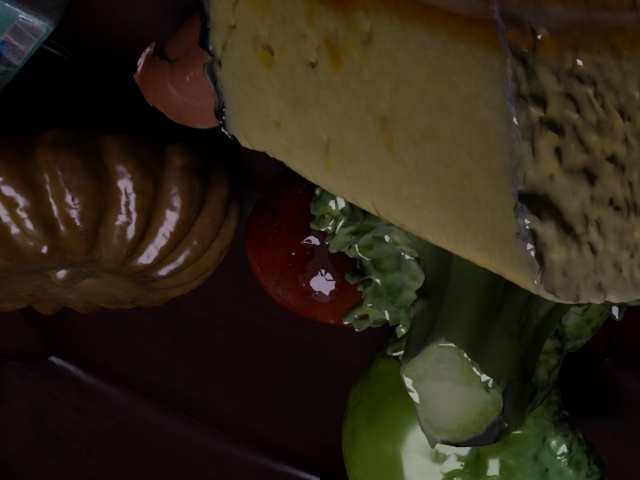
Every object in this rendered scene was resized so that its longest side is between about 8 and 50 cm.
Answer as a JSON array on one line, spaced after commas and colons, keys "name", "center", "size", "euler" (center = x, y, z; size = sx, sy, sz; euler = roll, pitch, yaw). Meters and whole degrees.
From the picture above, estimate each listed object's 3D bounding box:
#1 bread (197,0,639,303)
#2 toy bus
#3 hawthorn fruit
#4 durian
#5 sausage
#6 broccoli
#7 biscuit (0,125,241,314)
[{"name": "bread", "center": [0.088, -0.167, 1.101], "size": [0.242, 0.346, 0.405], "euler": [-6, -164, -35]}, {"name": "toy bus", "center": [-0.301, -0.175, 1.495], "size": [0.109, 0.091, 0.261], "euler": [28, 150, -19]}, {"name": "hawthorn fruit", "center": [0.000, 0.000, 1.509], "size": [0.172, 0.148, 0.148], "euler": [7, 145, 38]}, {"name": "durian", "center": [0.137, 0.192, 1.666], "size": [0.255, 0.204, 0.340], "euler": [-12, 126, 23]}, {"name": "sausage", "center": [0.004, -0.178, 1.283], "size": [0.094, 0.094, 0.419], "euler": [47, 144, -17]}, {"name": "broccoli", "center": [0.141, -0.014, 1.288], "size": [0.277, 0.317, 0.338], "euler": [39, 110, -8]}, {"name": "biscuit", "center": [-0.227, -0.005, 1.567], "size": [0.325, 0.107, 0.326], "euler": [-3, 160, -1]}]
